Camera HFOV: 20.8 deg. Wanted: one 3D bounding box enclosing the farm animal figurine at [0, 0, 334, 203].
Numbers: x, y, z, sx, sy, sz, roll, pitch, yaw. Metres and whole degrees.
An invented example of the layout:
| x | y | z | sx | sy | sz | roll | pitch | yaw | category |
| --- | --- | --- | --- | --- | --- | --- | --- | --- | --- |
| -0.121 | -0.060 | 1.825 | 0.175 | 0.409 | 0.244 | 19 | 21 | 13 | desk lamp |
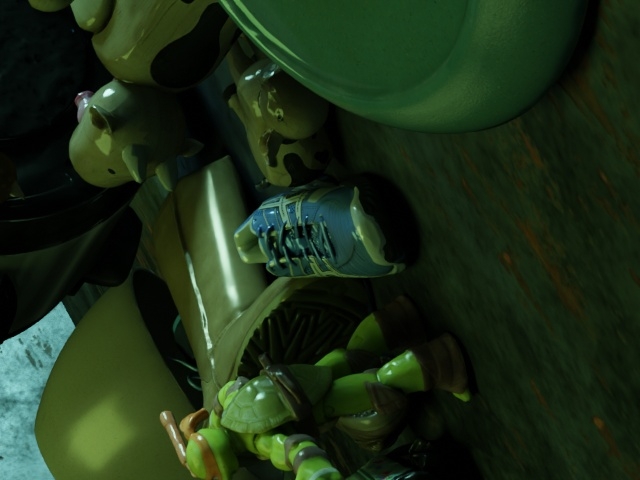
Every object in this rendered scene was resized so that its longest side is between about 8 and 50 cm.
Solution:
| x | y | z | sx | sy | sz | roll | pitch | yaw | category |
| --- | --- | --- | --- | --- | --- | --- | --- | --- | --- |
| -0.094 | -0.121 | 1.133 | 0.172 | 0.330 | 0.327 | 57 | 136 | 32 | farm animal figurine |

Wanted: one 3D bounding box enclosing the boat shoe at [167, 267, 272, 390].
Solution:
| x | y | z | sx | sy | sz | roll | pitch | yaw | category |
| --- | --- | --- | --- | --- | --- | --- | --- | --- | --- |
| -0.096 | 0.102 | 1.725 | 0.258 | 0.109 | 0.089 | 99 | 154 | -70 | boat shoe |

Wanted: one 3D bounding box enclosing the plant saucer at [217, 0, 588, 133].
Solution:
| x | y | z | sx | sy | sz | roll | pitch | yaw | category |
| --- | --- | --- | --- | --- | --- | --- | --- | --- | --- |
| -0.001 | -0.186 | 0.858 | 0.317 | 0.043 | 0.317 | 38 | 146 | 32 | plant saucer |

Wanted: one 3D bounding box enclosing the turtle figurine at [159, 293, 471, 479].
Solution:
| x | y | z | sx | sy | sz | roll | pitch | yaw | category |
| --- | --- | --- | --- | --- | --- | --- | --- | --- | --- |
| -0.016 | 0.115 | 1.250 | 0.087 | 0.217 | 0.269 | 67 | 165 | -15 | turtle figurine |

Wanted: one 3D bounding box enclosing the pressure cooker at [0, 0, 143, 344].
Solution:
| x | y | z | sx | sy | sz | roll | pitch | yaw | category |
| --- | --- | --- | --- | --- | --- | --- | --- | --- | --- |
| -0.357 | -0.086 | 1.668 | 0.370 | 0.375 | 0.420 | 58 | 149 | 8 | pressure cooker |

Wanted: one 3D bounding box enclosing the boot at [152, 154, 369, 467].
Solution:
| x | y | z | sx | sy | sz | roll | pitch | yaw | category |
| --- | --- | --- | --- | --- | --- | --- | --- | --- | --- |
| -0.066 | 0.023 | 1.490 | 0.236 | 0.089 | 0.269 | -54 | 36 | 32 | boot |

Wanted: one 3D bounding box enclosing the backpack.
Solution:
| x | y | z | sx | sy | sz | roll | pitch | yaw | category |
| --- | --- | --- | --- | --- | --- | --- | --- | --- | --- |
| 0.063 | 0.234 | 1.394 | 0.152 | 0.115 | 0.182 | 63 | 169 | -9 | backpack |

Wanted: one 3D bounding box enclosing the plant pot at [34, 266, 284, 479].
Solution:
| x | y | z | sx | sy | sz | roll | pitch | yaw | category |
| --- | --- | --- | --- | --- | --- | --- | --- | --- | --- |
| -0.198 | 0.197 | 1.902 | 0.284 | 0.191 | 0.284 | 55 | -173 | -11 | plant pot |

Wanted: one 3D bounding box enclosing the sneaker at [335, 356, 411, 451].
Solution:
| x | y | z | sx | sy | sz | roll | pitch | yaw | category |
| --- | --- | --- | --- | --- | --- | --- | --- | --- | --- |
| 0.048 | 0.138 | 1.416 | 0.071 | 0.066 | 0.188 | 49 | 174 | -12 | sneaker |

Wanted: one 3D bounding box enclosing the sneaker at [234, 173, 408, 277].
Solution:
| x | y | z | sx | sy | sz | roll | pitch | yaw | category |
| --- | --- | --- | --- | --- | --- | --- | --- | --- | --- |
| 0.000 | 0.000 | 1.268 | 0.080 | 0.081 | 0.211 | 67 | 164 | -7 | sneaker |
